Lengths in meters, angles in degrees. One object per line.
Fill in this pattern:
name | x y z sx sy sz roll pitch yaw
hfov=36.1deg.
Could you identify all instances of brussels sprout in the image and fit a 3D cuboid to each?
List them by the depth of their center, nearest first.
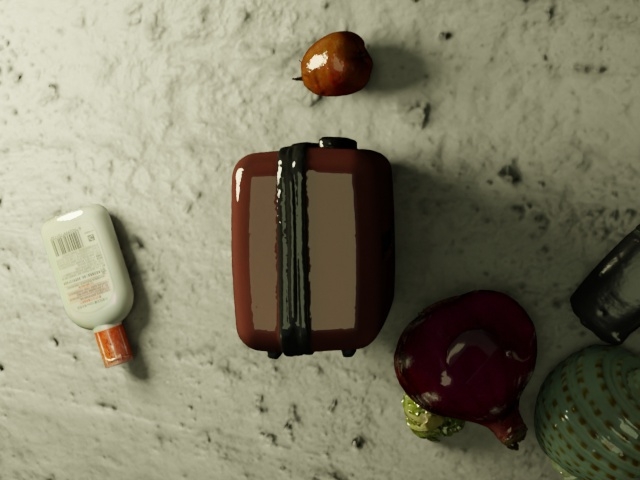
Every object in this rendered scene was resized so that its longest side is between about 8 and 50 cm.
brussels sprout | 0.144 0.215 1.231 0.085 0.058 0.085 0 99 0

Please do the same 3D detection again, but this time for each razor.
razor | 0.364 0.050 1.146 0.148 0.054 0.090 -47 74 15

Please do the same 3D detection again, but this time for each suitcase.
suitcase | 0.000 0.000 1.128 0.161 0.297 0.236 -1 95 9

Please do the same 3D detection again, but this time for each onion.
onion | 0.187 0.154 1.152 0.173 0.135 0.198 -33 77 -2

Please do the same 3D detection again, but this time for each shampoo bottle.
shampoo bottle | -0.310 0.066 1.355 0.108 0.051 0.221 -18 90 17

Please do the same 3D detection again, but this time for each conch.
conch | 0.331 0.217 1.133 0.172 0.131 0.200 44 105 8

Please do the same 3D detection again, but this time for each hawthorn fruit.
hawthorn fruit | 0.013 -0.215 1.216 0.093 0.081 0.081 -11 92 31
